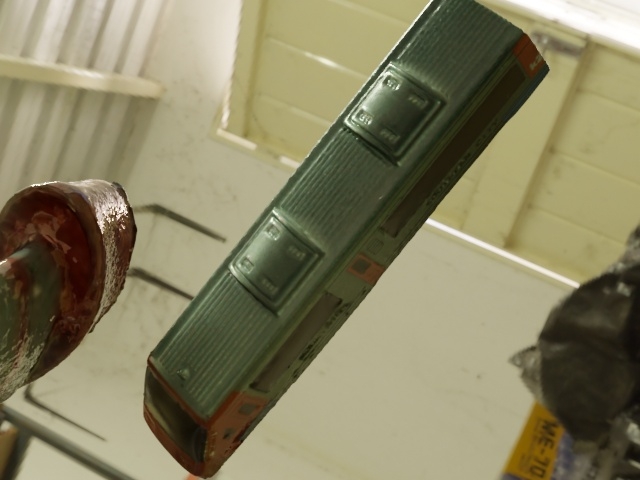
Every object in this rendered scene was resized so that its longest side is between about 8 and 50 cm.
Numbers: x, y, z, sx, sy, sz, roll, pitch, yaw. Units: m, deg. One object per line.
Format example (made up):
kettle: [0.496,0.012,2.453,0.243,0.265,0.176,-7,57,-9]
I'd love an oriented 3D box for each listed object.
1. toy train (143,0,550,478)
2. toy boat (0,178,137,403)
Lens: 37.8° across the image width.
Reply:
toy train: [0.000,0.000,0.691,0.409,0.086,0.089,-50,-31,4]
toy boat: [-0.229,0.068,0.609,0.206,0.096,0.282,-58,-1,24]
